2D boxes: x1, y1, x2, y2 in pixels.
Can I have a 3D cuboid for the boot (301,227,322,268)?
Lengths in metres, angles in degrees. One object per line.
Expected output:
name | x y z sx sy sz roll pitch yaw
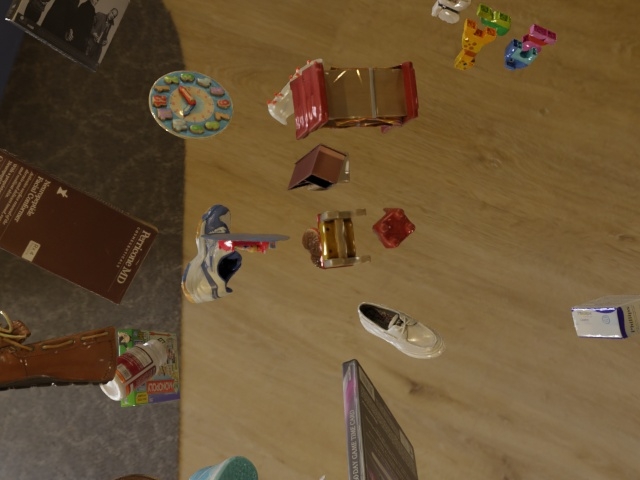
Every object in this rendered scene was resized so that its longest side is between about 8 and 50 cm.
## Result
boot | 0.000 0.000 1.816 0.059 0.158 0.085 17 63 24

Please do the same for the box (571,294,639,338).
box | 0.657 0.167 1.536 0.126 0.137 0.072 -12 90 62

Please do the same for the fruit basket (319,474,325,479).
fruit basket | -0.093 0.650 1.414 0.165 0.353 0.327 36 62 3

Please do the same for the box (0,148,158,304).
box | -0.574 -0.029 1.537 0.381 0.143 0.191 28 87 -17

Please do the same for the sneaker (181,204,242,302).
sneaker | -0.252 0.032 1.775 0.130 0.112 0.297 -6 53 19

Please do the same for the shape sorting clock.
shape sorting clock | -0.313 -0.333 1.687 0.206 0.040 0.206 7 62 -12

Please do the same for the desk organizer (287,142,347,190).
desk organizer | -0.008 -0.106 1.083 0.047 0.130 0.050 22 76 -15

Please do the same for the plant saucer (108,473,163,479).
plant saucer | -0.324 0.471 1.186 0.198 0.198 0.036 22 122 19

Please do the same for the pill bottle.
pill bottle | -0.432 0.296 1.604 0.086 0.152 0.086 18 123 29

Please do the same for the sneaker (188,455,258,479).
sneaker | -0.286 0.648 1.593 0.127 0.319 0.208 48 143 -6

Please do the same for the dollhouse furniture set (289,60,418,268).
dollhouse furniture set | 0.071 -0.141 1.302 0.201 0.152 0.374 -4 89 -20

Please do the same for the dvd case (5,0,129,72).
dvd case | -0.393 -0.427 1.147 0.029 0.179 0.239 22 86 31

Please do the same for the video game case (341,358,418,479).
video game case | 0.081 0.300 0.818 0.026 0.274 0.196 -23 121 14

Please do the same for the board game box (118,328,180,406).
board game box | -0.509 0.381 2.077 0.046 0.317 0.214 -9 79 10

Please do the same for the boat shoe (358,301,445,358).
boat shoe | 0.148 0.161 1.297 0.184 0.063 0.066 28 73 38

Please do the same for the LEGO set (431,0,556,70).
LEGO set | 0.286 -0.342 1.204 0.227 0.093 0.087 19 58 -13

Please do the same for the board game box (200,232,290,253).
board game box | -0.142 0.008 1.310 0.168 0.133 0.033 1 96 0

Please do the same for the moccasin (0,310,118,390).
moccasin | -0.573 0.206 1.300 0.139 0.379 0.147 -15 75 63

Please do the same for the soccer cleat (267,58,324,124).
soccer cleat | -0.055 -0.384 1.776 0.196 0.076 0.068 -48 33 -8
